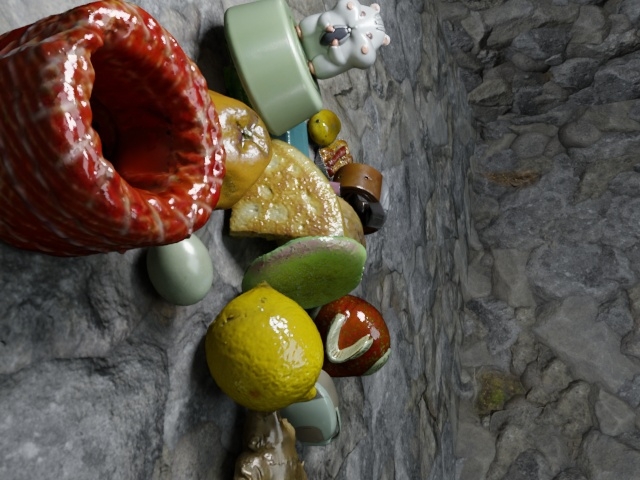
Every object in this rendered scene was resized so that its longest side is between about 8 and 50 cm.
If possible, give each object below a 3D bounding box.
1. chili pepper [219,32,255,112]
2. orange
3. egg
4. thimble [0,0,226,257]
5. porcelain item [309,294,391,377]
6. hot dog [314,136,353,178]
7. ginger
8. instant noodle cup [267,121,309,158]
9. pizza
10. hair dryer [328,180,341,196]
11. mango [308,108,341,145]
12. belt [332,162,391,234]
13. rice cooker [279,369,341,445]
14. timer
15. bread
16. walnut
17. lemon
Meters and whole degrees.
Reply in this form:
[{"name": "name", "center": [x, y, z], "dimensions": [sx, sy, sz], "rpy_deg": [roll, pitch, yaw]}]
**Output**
[{"name": "chili pepper", "center": [-0.189, -0.304, 1.253], "dimensions": [0.122, 0.065, 0.279], "rpy_deg": [10, 75, -51]}, {"name": "orange", "center": [-0.201, -0.184, 1.065], "dimensions": [0.249, 0.183, 0.249], "rpy_deg": [45, 33, -39]}, {"name": "egg", "center": [-0.255, 0.046, 1.020], "dimensions": [0.114, 0.114, 0.152], "rpy_deg": [-45, 121, -55]}, {"name": "thimble", "center": [-0.318, -0.141, 0.808], "dimensions": [0.350, 0.230, 0.350], "rpy_deg": [22, 65, -61]}, {"name": "porcelain item", "center": [0.056, 0.276, 1.484], "dimensions": [0.253, 0.253, 0.253], "rpy_deg": [15, 73, -61]}, {"name": "hot dog", "center": [0.043, -0.247, 1.702], "dimensions": [0.191, 0.059, 0.108], "rpy_deg": [-38, 115, -55]}, {"name": "ginger", "center": [-0.120, 0.462, 1.221], "dimensions": [0.219, 0.123, 0.270], "rpy_deg": [-31, 104, -63]}, {"name": "instant noodle cup", "center": [-0.083, -0.245, 1.447], "dimensions": [0.157, 0.070, 0.179], "rpy_deg": [-7, 91, -64]}, {"name": "pizza", "center": [-0.063, -0.114, 1.271], "dimensions": [0.087, 0.268, 0.258], "rpy_deg": [83, 13, -74]}, {"name": "hair dryer", "center": [0.006, -0.117, 1.592], "dimensions": [0.154, 0.106, 0.054], "rpy_deg": [85, 11, -64]}, {"name": "mango", "center": [0.016, -0.330, 1.640], "dimensions": [0.161, 0.076, 0.103], "rpy_deg": [-37, 114, -62]}, {"name": "belt", "center": [0.117, -0.119, 1.673], "dimensions": [0.261, 0.184, 0.105], "rpy_deg": [68, 29, -54]}, {"name": "rice cooker", "center": [-0.024, 0.405, 1.384], "dimensions": [0.127, 0.145, 0.206], "rpy_deg": [-68, 147, -57]}, {"name": "timer", "center": [-0.011, -0.415, 1.227], "dimensions": [0.291, 0.315, 0.291], "rpy_deg": [-18, 90, -79]}, {"name": "bread", "center": [-0.036, 0.086, 1.259], "dimensions": [0.301, 0.301, 0.045], "rpy_deg": [43, 26, -53]}, {"name": "walnut", "center": [0.000, 0.000, 1.399], "dimensions": [0.261, 0.225, 0.225], "rpy_deg": [65, 33, -45]}, {"name": "lemon", "center": [-0.109, 0.226, 1.136], "dimensions": [0.253, 0.228, 0.228], "rpy_deg": [54, 24, 14]}]
